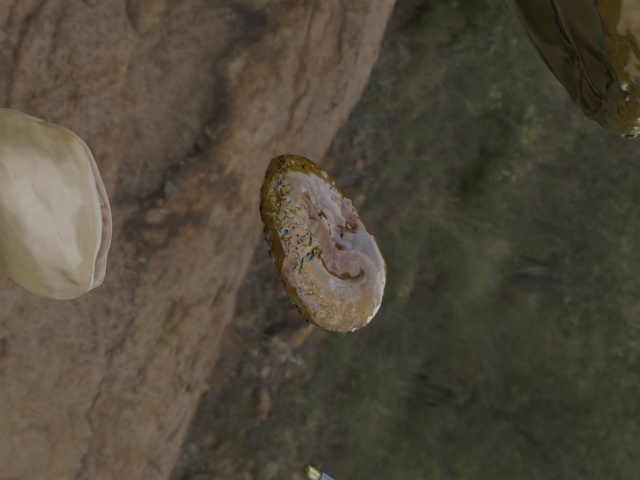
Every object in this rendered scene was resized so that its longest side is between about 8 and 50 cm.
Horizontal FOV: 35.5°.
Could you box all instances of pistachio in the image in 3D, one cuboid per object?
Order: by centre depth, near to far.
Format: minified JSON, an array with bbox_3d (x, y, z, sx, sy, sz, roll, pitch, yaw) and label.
[{"bbox_3d":[-0.425,-0.058,1.469,0.214,0.318,0.193,-28,180,-1],"label":"pistachio"}]

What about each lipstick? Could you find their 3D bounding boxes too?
[{"bbox_3d":[0.017,0.340,1.363,0.116,0.037,0.037,39,70,-25],"label":"lipstick"}]

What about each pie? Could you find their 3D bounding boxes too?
[{"bbox_3d":[0.001,-0.001,1.374,0.273,0.069,0.273,40,33,-33],"label":"pie"}]

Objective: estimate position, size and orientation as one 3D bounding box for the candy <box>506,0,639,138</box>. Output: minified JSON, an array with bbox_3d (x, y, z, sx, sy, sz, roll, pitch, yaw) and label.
[{"bbox_3d":[0.148,-0.180,0.516,0.118,0.260,0.260,-25,149,6],"label":"candy"}]
